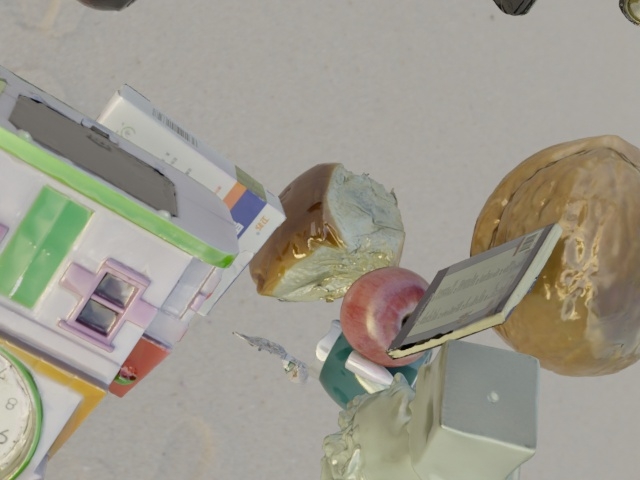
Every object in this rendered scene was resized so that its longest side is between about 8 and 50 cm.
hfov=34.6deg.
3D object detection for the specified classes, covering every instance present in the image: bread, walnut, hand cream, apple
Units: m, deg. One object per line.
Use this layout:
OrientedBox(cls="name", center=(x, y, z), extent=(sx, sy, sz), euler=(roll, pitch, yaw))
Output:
OrientedBox(cls="bread", center=(0.000, 0.000, 1.995), extent=(0.225, 0.279, 0.250), euler=(34, 33, -26))
OrientedBox(cls="walnut", center=(0.358, 0.016, 1.406), extent=(0.333, 0.333, 0.332), euler=(9, 77, -41))
OrientedBox(cls="hand cream", center=(-0.086, 0.243, 2.122), extent=(0.050, 0.084, 0.257), euler=(-54, 142, -7))
OrientedBox(cls="apple", center=(0.101, 0.112, 1.555), extent=(0.153, 0.120, 0.153), euler=(-10, 108, -36))

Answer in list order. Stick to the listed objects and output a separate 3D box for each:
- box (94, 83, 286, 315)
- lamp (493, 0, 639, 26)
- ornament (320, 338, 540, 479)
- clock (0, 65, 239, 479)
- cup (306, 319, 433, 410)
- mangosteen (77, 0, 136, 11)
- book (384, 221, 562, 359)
OrientedBox(cls="box", center=(-0.230, -0.057, 1.513), extent=(0.299, 0.106, 0.200), euler=(37, 100, -16))
OrientedBox(cls="lamp", center=(0.267, -0.280, 1.017), extent=(0.283, 0.203, 0.124), euler=(-7, 72, -19))
OrientedBox(cls="ornament", center=(0.090, 0.167, 0.816), extent=(0.120, 0.285, 0.130), euler=(22, 69, -12))
OrientedBox(cls="clock", center=(-0.232, 0.060, 0.661), extent=(0.235, 0.166, 0.309), euler=(30, 103, -19))
OrientedBox(cls="cup", center=(0.076, 0.218, 1.720), extent=(0.167, 0.173, 0.299), euler=(-62, 168, -7))
OrientedBox(cls="mangosteen", center=(-0.393, -0.521, 1.878), extent=(0.210, 0.210, 0.209), euler=(9, 77, -41))
OrientedBox(cls="book", center=(0.186, 0.067, 1.264), extent=(0.026, 0.231, 0.157), euler=(46, 56, -11))
